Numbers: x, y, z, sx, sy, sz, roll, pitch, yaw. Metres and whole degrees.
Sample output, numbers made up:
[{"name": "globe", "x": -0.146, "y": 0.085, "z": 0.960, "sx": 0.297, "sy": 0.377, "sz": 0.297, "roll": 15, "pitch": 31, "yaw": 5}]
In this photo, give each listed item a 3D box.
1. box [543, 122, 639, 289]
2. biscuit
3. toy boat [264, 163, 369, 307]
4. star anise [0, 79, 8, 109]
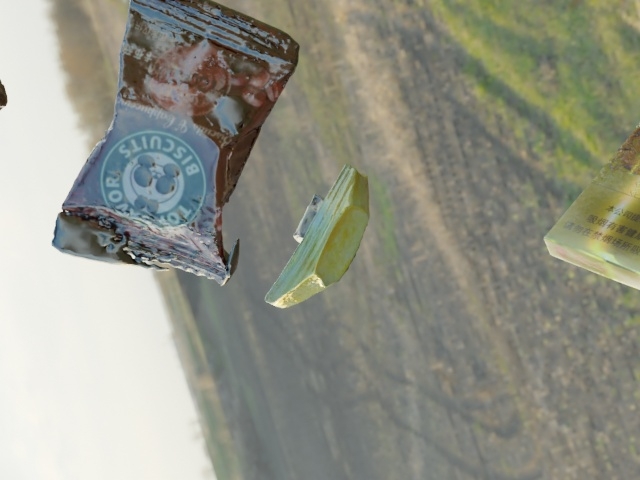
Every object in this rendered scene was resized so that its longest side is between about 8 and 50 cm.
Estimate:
[{"name": "box", "x": 0.232, "y": -0.037, "z": 0.831, "sx": 0.089, "sy": 0.156, "sz": 0.022, "roll": 28, "pitch": 157, "yaw": 43}, {"name": "biscuit", "x": -0.114, "y": -0.081, "z": 0.994, "sx": 0.063, "sy": 0.151, "sz": 0.235, "roll": -71, "pitch": -1, "yaw": -84}, {"name": "toy boat", "x": 0.000, "y": 0.000, "z": 1.304, "sx": 0.066, "sy": 0.172, "sz": 0.065, "roll": 32, "pitch": -175, "yaw": 41}, {"name": "star anise", "x": -0.422, "y": -0.116, "z": 1.220, "sx": 0.220, "sy": 0.190, "sz": 0.126, "roll": -66, "pitch": 14, "yaw": -21}]
